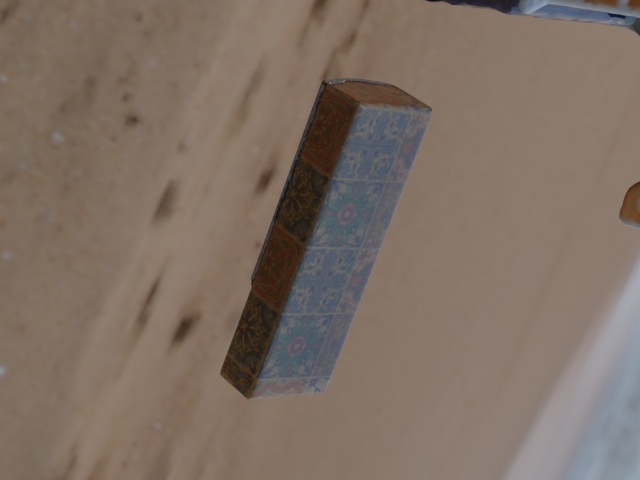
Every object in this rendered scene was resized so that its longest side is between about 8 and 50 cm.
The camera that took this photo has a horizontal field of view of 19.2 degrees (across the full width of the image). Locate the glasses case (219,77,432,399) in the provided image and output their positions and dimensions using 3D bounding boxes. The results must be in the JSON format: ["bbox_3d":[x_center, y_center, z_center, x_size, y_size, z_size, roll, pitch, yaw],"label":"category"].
[{"bbox_3d":[0.000,0.000,1.263,0.075,0.049,0.218,0,117,-45],"label":"glasses case"}]

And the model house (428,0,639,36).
[{"bbox_3d":[0.150,-0.254,1.001,0.245,0.280,0.312,1,142,-49],"label":"model house"}]

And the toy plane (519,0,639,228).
[{"bbox_3d":[0.195,-0.075,0.788,0.117,0.245,0.244,-23,135,-48],"label":"toy plane"}]
